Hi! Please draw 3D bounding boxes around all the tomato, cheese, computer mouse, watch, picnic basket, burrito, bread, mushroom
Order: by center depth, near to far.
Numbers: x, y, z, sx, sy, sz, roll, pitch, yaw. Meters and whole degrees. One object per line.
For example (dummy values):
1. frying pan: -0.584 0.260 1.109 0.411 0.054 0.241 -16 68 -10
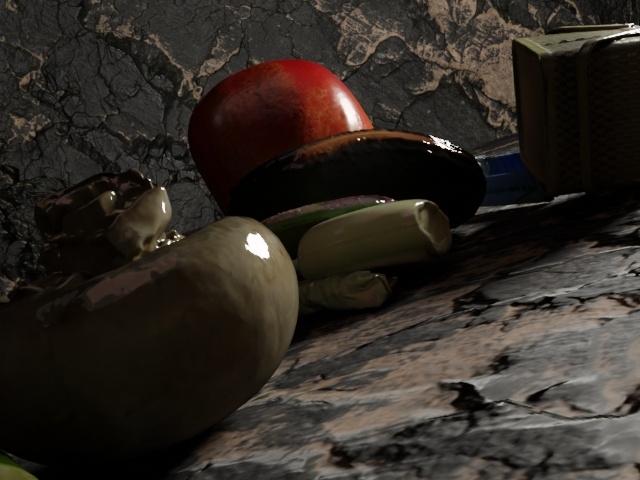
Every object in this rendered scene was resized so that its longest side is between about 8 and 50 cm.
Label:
1. mushroom: -0.128 0.046 0.583 0.226 0.178 0.226 -28 7 4
2. burrito: -0.008 0.055 0.846 0.045 0.041 0.185 30 -28 -34
3. cheese: 0.016 0.016 0.901 0.227 0.064 0.137 -17 -13 23
4. bread: 0.000 0.000 1.005 0.229 0.033 0.228 -12 -16 -4
5. picnic basket: 0.303 -0.154 1.012 0.139 0.165 0.266 -6 15 7
6. computer mouse: 0.044 -0.063 1.075 0.323 0.116 0.183 -3 -25 -22
7. watch: 0.259 -0.081 1.282 0.275 0.068 0.276 -8 11 41
8. tomato: -0.051 -0.130 1.437 0.293 0.289 0.325 -24 -22 8

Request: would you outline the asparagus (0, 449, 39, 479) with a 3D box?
1. asparagus: -0.113 0.124 0.337 0.060 0.067 0.278 10 -5 -29
